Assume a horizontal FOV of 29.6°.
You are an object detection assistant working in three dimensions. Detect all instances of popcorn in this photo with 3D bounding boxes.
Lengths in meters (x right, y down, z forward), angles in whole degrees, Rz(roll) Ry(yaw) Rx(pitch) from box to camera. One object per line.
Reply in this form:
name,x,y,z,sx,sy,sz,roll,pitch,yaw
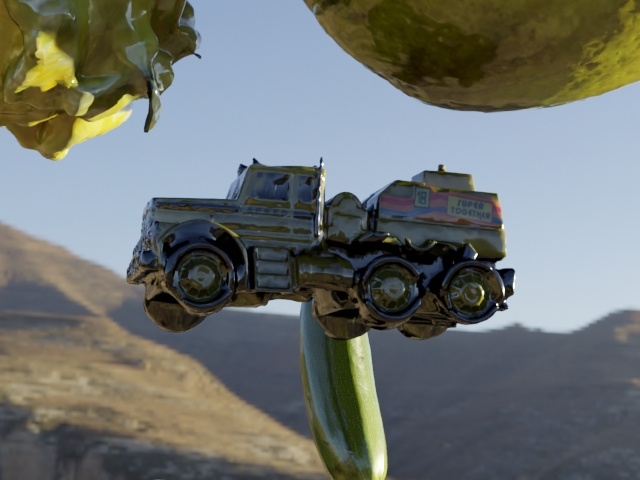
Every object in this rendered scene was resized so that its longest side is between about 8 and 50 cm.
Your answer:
popcorn,-0.174,-0.177,0.802,0.225,0.249,0.249,35,10,33

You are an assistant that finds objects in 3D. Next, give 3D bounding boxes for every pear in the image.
pear,0.177,-0.269,0.909,0.413,0.352,0.352,-35,-15,5

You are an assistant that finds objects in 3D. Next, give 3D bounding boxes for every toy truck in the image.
toy truck,-0.002,0.004,0.839,0.257,0.127,0.127,0,-7,-15

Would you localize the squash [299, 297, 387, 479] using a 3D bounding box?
squash,0.017,0.133,1.083,0.066,0.252,0.066,-6,-36,-4
